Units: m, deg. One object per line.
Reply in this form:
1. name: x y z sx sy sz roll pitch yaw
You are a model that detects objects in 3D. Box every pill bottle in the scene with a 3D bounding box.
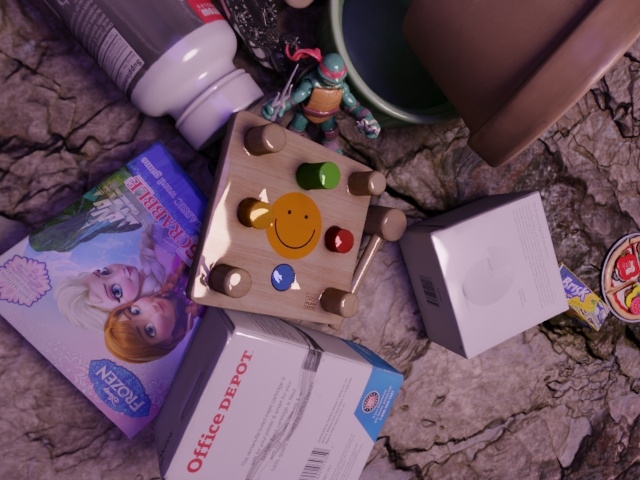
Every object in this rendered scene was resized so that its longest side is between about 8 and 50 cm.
1. pill bottle: -0.230 -0.288 0.615 0.176 0.176 0.319 -43 103 -11

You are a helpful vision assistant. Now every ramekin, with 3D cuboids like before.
1. ramekin: 0.138 -0.332 0.737 0.303 0.148 0.304 -1 93 -17

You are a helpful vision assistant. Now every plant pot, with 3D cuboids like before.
1. plant pot: 0.239 -0.267 0.586 0.229 0.263 0.263 42 80 5

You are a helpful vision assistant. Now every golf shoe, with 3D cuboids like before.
1. golf shoe: -0.101 -0.313 0.661 0.077 0.093 0.198 -59 140 -12

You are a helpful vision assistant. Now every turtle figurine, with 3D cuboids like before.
1. turtle figurine: 0.003 -0.193 0.659 0.175 0.234 0.118 8 69 -9

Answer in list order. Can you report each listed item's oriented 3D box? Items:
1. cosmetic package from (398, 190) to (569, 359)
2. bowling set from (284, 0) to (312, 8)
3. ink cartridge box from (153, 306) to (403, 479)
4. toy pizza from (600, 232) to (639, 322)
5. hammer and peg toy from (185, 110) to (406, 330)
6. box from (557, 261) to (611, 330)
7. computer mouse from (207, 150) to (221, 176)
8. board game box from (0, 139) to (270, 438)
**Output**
1. cosmetic package: 0.290 0.053 0.807 0.224 0.138 0.224 -20 98 -14
2. bowling set: -0.093 -0.487 0.617 0.286 0.154 0.200 23 44 -21
3. ink cartridge box: -0.059 0.246 0.677 0.307 0.129 0.223 24 92 -30
4. toy pizza: 0.710 0.084 0.990 0.201 0.032 0.202 -1 93 -17
5. hammer and peg toy: 0.000 0.000 0.662 0.361 0.127 0.266 18 84 -36
6. box: 0.516 0.113 0.922 0.169 0.054 0.059 38 82 -14
7. computer mouse: -0.106 -0.066 0.732 0.105 0.042 0.193 -23 99 -15
8. board game box: -0.266 0.072 0.678 0.318 0.066 0.319 -41 104 -11
